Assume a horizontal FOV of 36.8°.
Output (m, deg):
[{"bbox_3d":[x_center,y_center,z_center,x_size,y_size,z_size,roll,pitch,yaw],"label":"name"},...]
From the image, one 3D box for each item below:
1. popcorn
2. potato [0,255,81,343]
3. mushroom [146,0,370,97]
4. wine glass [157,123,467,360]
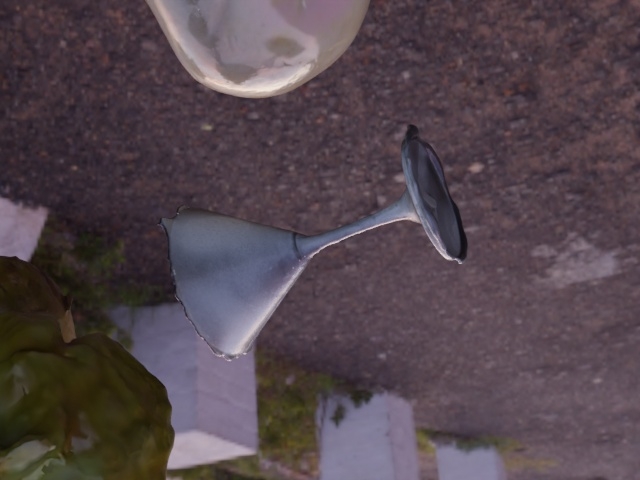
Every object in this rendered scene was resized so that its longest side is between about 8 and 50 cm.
[{"bbox_3d":[-0.244,0.188,0.671,0.247,0.282,0.282,25,144,-19],"label":"popcorn"},{"bbox_3d":[-0.431,0.143,1.154,0.196,0.300,0.246,-16,117,52],"label":"potato"},{"bbox_3d":[-0.071,-0.250,0.879,0.246,0.246,0.202,18,164,-39],"label":"mushroom"},{"bbox_3d":[0.000,0.000,0.836,0.232,0.156,0.156,-21,150,20],"label":"wine glass"}]
